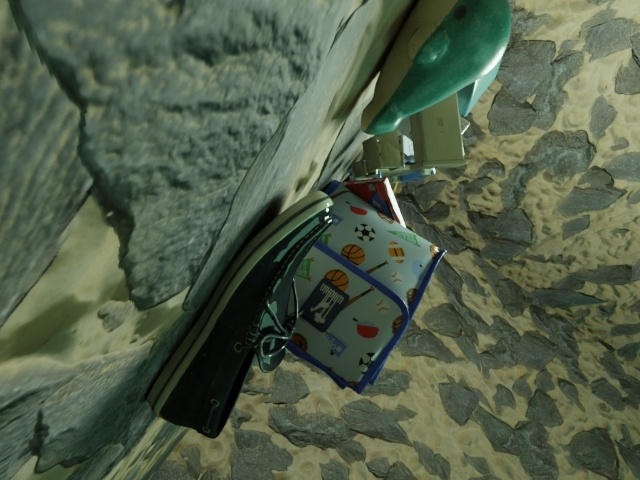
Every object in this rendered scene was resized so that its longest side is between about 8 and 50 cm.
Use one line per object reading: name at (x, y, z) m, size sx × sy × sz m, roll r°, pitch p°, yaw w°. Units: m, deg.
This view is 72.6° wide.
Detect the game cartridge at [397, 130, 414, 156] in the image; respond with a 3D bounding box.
game cartridge at (0.332, -0.370, 1.546) m, size 0.297 × 0.062 × 0.197 m, roll -51°, pitch 137°, yaw -36°

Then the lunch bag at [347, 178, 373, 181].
lunch bag at (0.062, -0.064, 1.336) m, size 0.224 × 0.108 × 0.279 m, roll -50°, pitch 175°, yaw -46°

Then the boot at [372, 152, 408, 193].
boot at (0.170, -0.186, 1.430) m, size 0.089 × 0.236 × 0.269 m, roll -12°, pitch 125°, yaw -36°

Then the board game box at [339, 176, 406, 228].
board game box at (0.146, -0.028, 1.099) m, size 0.145 × 0.281 × 0.027 m, roll 0°, pitch -142°, yaw 41°

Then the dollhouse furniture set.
dollhouse furniture set at (0.163, -0.255, 1.100) m, size 0.287 × 0.197 × 0.303 m, roll -7°, pitch 180°, yaw -28°

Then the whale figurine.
whale figurine at (0.174, -0.262, 0.668) m, size 0.272 × 0.141 × 0.216 m, roll -54°, pitch 176°, yaw 18°

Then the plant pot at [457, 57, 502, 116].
plant pot at (0.405, -0.497, 1.222) m, size 0.165 × 0.166 × 0.234 m, roll -54°, pitch 170°, yaw -1°

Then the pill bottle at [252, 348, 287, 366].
pill bottle at (-0.133, 0.217, 1.134) m, size 0.160 × 0.160 × 0.283 m, roll -50°, pitch 175°, yaw -41°

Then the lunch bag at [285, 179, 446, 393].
lunch bag at (0.048, 0.095, 0.966) m, size 0.385 × 0.328 × 0.238 m, roll -49°, pitch 169°, yaw -37°

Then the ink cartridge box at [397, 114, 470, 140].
ink cartridge box at (0.318, -0.344, 1.285) m, size 0.082 × 0.191 × 0.139 m, roll -51°, pitch 175°, yaw -16°

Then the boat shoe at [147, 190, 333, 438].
boat shoe at (-0.112, 0.137, 0.751) m, size 0.499 × 0.156 × 0.187 m, roll -55°, pitch 174°, yaw 12°
